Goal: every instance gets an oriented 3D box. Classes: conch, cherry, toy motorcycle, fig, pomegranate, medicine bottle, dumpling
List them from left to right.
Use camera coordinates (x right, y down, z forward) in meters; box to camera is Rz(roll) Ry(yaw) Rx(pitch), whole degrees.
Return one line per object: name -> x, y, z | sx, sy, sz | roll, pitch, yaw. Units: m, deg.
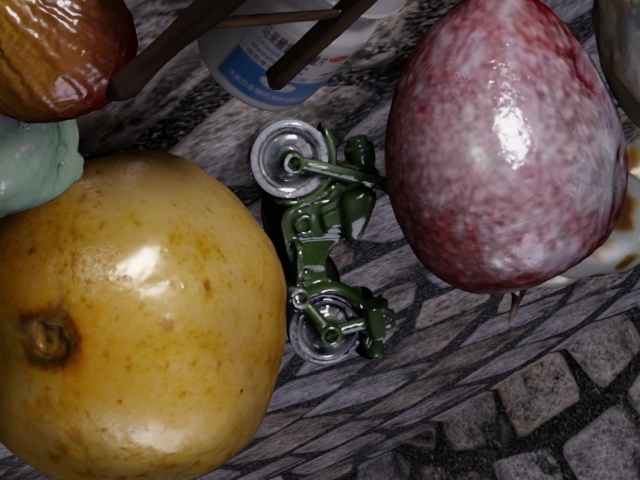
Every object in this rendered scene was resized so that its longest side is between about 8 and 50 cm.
dumpling -> -0.236, -0.072, 1.092 | 0.149, 0.104, 0.217 | -35, 160, 35
fig -> -0.182, -0.149, 0.982 | 0.119, 0.153, 0.119 | -23, -158, 9
pomegranate -> -0.165, 0.065, 1.322 | 0.307, 0.307, 0.307 | -22, 164, -7
medicine bottle -> -0.006, -0.172, 1.105 | 0.105, 0.105, 0.168 | -10, 159, -39
toy motorcycle -> 0.000, 0.000, 1.525 | 0.127, 0.275, 0.205 | -12, -163, -8
cherry -> 0.161, -0.082, 1.375 | 0.203, 0.300, 0.230 | 4, -162, 41
conch -> 0.334, -0.042, 1.929 | 0.275, 0.182, 0.148 | -27, 133, -11

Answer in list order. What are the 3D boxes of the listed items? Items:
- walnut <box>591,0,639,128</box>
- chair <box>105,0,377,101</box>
walnut -> 0.337, -0.184, 1.349 | 0.224, 0.224, 0.224 | -22, 164, -7
chair -> 0.004, -0.217, 0.883 | 0.186, 0.160, 0.319 | -9, 161, -47
